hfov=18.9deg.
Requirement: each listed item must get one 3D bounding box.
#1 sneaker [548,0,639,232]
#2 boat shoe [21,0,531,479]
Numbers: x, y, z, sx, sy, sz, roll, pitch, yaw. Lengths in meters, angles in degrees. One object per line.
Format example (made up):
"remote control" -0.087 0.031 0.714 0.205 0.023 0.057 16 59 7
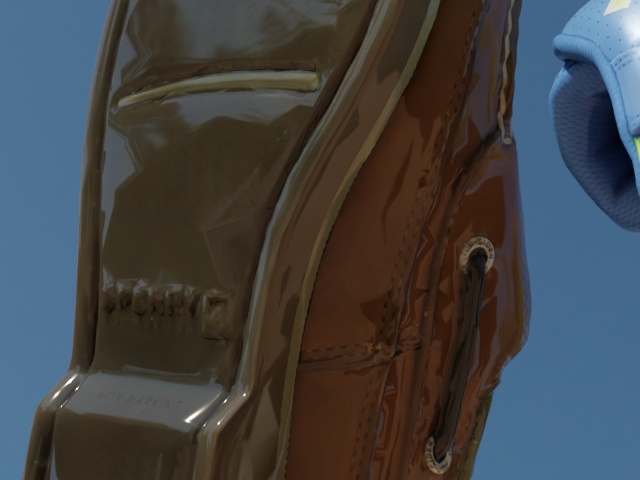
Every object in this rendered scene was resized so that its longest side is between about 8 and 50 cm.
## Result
"sneaker" 0.109 -0.073 0.448 0.126 0.240 0.091 -25 -71 21
"boat shoe" 0.000 0.000 0.522 0.104 0.307 0.110 18 -1 -42
